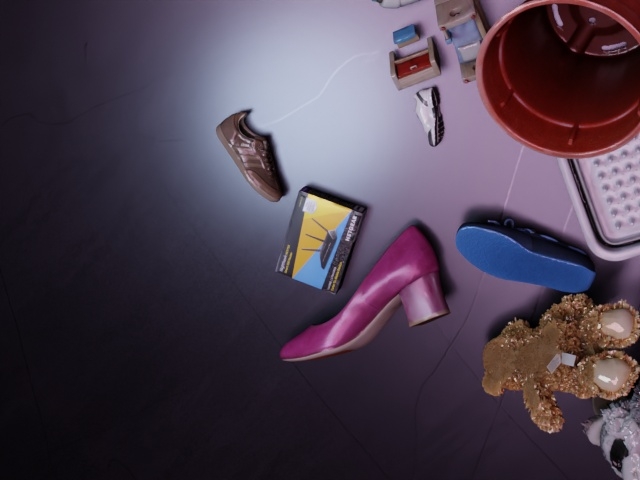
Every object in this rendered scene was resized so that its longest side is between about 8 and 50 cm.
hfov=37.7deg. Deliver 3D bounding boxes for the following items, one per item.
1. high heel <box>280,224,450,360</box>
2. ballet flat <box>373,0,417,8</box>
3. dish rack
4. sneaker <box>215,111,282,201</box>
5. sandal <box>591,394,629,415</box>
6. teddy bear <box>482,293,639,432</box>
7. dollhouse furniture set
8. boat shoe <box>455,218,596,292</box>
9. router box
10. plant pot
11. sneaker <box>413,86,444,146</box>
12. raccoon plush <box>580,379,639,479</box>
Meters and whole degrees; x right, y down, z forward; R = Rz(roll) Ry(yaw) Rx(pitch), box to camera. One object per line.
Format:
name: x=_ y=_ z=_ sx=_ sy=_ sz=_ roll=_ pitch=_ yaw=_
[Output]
high heel: x=0.067 y=0.115 z=1.833 sx=0.377 sy=0.127 sz=0.181 roll=-22 pitch=78 yaw=21
ballet flat: x=0.152 y=-0.598 z=1.583 sx=0.139 sy=0.139 sz=0.400 roll=5 pitch=111 yaw=14
dish rack: x=0.592 y=-0.137 z=1.616 sx=0.332 sy=0.072 sz=0.286 roll=-19 pitch=101 yaw=19
sneaker: x=-0.123 y=-0.162 z=1.805 sx=0.071 sy=0.066 sz=0.188 roll=-36 pitch=95 yaw=21
sandal: x=0.566 y=0.362 z=1.783 sx=0.072 sy=0.049 sz=0.180 roll=-12 pitch=102 yaw=18
teddy bear: x=0.436 y=0.210 z=1.659 sx=0.113 sy=0.245 sz=0.338 roll=15 pitch=144 yaw=-29
dollhouse furniture set: x=0.193 y=-0.340 z=1.606 sx=0.183 sy=0.129 sz=0.129 roll=-19 pitch=132 yaw=19
boat shoe: x=0.372 y=0.028 z=1.721 sx=0.258 sy=0.089 sz=0.109 roll=23 pitch=124 yaw=2
router box: x=0.000 y=0.000 z=1.830 sx=0.133 sy=0.046 sz=0.179 roll=20 pitch=110 yaw=9
plant pot: x=0.416 y=-0.314 z=1.480 sx=0.272 sy=0.265 sz=0.272 roll=17 pitch=135 yaw=18
sneaker: x=0.198 y=-0.226 z=1.719 sx=0.043 sy=0.040 sz=0.109 roll=-2 pitch=103 yaw=33
raccoon plush: x=0.666 y=0.255 z=1.634 sx=0.446 sy=0.299 sz=0.216 roll=-38 pitch=84 yaw=-21
